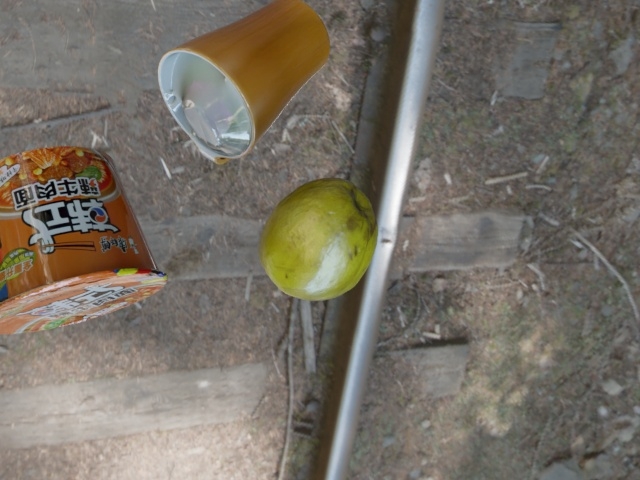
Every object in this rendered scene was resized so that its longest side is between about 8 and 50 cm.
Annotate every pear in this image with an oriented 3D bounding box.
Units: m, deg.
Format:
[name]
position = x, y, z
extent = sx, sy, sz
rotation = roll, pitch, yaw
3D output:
[pear]
position = 0.000, 0.000, 0.857
extent = 0.149, 0.148, 0.162
rotation = 27, 115, -29

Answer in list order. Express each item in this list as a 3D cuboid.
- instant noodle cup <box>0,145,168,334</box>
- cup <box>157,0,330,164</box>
[instant noodle cup]
position = -0.355, -0.001, 0.920
extent = 0.251, 0.250, 0.192
rotation = -16, 77, -11
[cup]
position = -0.111, -0.245, 1.046
extent = 0.264, 0.182, 0.226
rotation = -47, 162, -33
